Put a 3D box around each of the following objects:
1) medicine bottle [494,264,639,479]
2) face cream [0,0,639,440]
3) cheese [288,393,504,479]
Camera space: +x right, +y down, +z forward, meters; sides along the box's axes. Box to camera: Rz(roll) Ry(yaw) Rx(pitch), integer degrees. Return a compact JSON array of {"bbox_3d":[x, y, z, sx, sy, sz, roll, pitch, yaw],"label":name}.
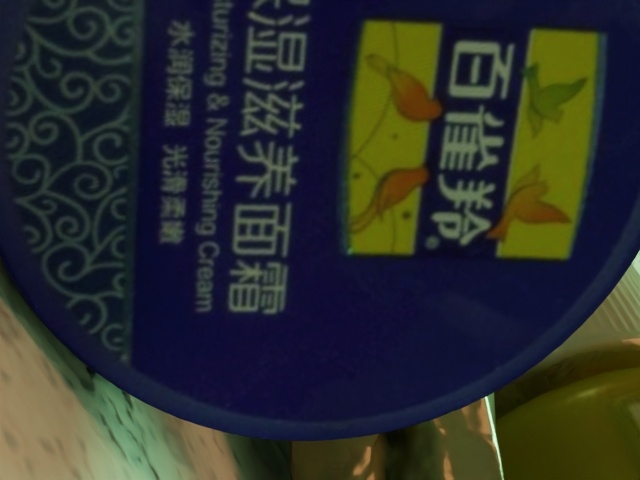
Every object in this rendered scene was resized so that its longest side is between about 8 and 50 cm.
[{"bbox_3d":[0.163,0.178,0.731,0.224,0.224,0.384,56,8,-48],"label":"medicine bottle"},{"bbox_3d":[-0.002,-0.051,0.416,0.206,0.206,0.111,59,6,-27],"label":"face cream"},{"bbox_3d":[0.034,0.064,0.582,0.175,0.091,0.202,78,9,-54],"label":"cheese"}]
